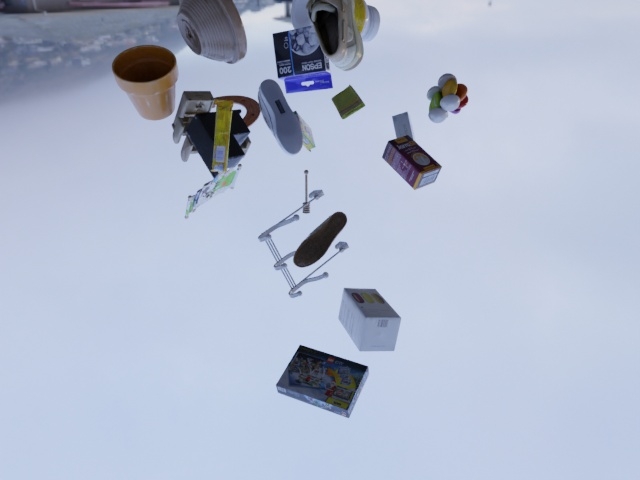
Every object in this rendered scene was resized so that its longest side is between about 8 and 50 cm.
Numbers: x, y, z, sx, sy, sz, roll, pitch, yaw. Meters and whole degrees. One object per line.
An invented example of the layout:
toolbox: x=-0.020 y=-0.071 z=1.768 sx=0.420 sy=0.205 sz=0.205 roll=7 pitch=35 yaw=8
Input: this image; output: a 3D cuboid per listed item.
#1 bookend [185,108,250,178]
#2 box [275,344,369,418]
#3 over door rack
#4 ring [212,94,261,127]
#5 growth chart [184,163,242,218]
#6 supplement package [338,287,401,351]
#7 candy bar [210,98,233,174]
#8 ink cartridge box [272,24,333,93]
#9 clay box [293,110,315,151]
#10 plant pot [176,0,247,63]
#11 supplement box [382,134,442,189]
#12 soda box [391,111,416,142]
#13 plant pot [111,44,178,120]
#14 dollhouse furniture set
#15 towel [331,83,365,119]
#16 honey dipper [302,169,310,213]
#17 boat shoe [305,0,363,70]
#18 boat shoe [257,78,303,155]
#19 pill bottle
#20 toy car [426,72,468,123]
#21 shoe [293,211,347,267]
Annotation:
bookend: x=-0.248 y=-0.261 z=1.389 sx=0.157 sy=0.072 sz=0.156 roll=-24 pitch=-102 yaw=-47
box: x=0.008 y=0.411 z=1.540 sx=0.232 sy=0.044 sz=0.159 roll=13 pitch=-136 yaw=23
over door rack: x=-0.033 y=0.001 z=1.719 sx=0.108 sy=0.240 sz=0.324 roll=-6 pitch=-153 yaw=44
ring: x=-0.401 y=-0.487 z=2.078 sx=0.336 sy=0.032 sz=0.337 roll=-5 pitch=-137 yaw=5
growth chart: x=-0.375 y=-0.175 z=1.816 sx=0.237 sy=0.172 sz=0.021 roll=-37 pitch=-100 yaw=-25
supplement package: x=0.170 y=0.279 z=1.872 sx=0.138 sy=0.134 sz=0.244 roll=3 pitch=-162 yaw=-19
candy bar: x=-0.215 y=-0.224 z=1.133 sx=0.040 sy=0.162 sz=0.018 roll=2 pitch=-165 yaw=-18
ink cartridge box: x=-0.062 y=-0.614 z=1.779 sx=0.206 sy=0.209 sz=0.045 roll=3 pitch=-160 yaw=34
clay box: x=-0.090 y=-0.572 z=2.753 sx=0.053 sy=0.222 sz=0.128 roll=-21 pitch=-115 yaw=18
plant pot: x=-0.312 y=-0.581 z=1.418 sx=0.109 sy=0.238 sz=0.237 roll=-36 pitch=-141 yaw=-20
supplement box: x=0.321 y=-0.278 z=1.840 sx=0.104 sy=0.081 sz=0.188 roll=-22 pitch=-122 yaw=-31
soda box: x=0.352 y=-0.410 z=2.140 sx=0.069 sy=0.216 sz=0.074 roll=-12 pitch=172 yaw=19
plant pot: x=-0.572 y=-0.518 z=1.757 sx=0.204 sy=0.188 sz=0.205 roll=1 pitch=-126 yaw=-2
dollhouse furniture set: x=-0.389 y=-0.351 z=1.734 sx=0.212 sy=0.161 sz=0.242 roll=-11 pitch=-116 yaw=-36
towel: x=0.103 y=-0.544 z=2.034 sx=0.102 sy=0.021 sz=0.237 roll=-30 pitch=-147 yaw=9
honey dipper: x=-0.051 y=-0.177 z=1.891 sx=0.030 sy=0.161 sz=0.030 roll=1 pitch=-158 yaw=0
boat shoe: x=0.020 y=-0.563 z=1.272 sx=0.109 sy=0.303 sz=0.098 roll=-23 pitch=164 yaw=34
boat shoe: x=-0.132 y=-0.388 z=1.681 sx=0.095 sy=0.258 sz=0.084 roll=-16 pitch=174 yaw=-25
pill bottle: x=0.067 y=-0.874 z=2.036 sx=0.333 sy=0.188 sz=0.187 roll=-5 pitch=-157 yaw=-37
toy car: x=0.506 y=-0.551 z=2.052 sx=0.136 sy=0.182 sz=0.159 roll=11 pitch=-118 yaw=-21
shoe: x=0.000 y=0.000 z=1.609 sx=0.219 sy=0.076 sz=0.058 roll=-45 pitch=-174 yaw=-5
